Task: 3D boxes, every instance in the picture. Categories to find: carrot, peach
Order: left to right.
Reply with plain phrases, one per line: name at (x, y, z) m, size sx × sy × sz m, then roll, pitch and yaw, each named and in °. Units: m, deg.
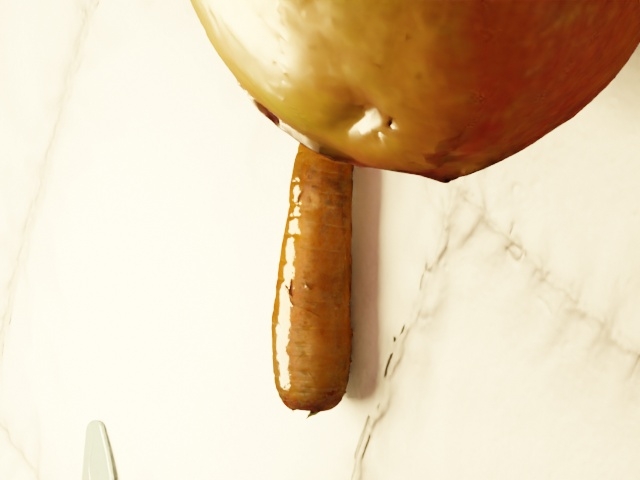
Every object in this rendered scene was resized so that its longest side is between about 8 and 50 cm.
carrot at (0.000, 0.000, 1.318) m, size 0.059 × 0.059 × 0.248 m, roll 9°, pitch 95°, yaw 52°
peach at (0.060, -0.210, 1.041) m, size 0.372 × 0.290 × 0.373 m, roll 10°, pitch 102°, yaw 55°

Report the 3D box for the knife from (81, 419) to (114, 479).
knife at (-0.195, 0.318, 1.595) m, size 0.080 × 0.044 × 0.331 m, roll 16°, pitch 100°, yaw 53°
